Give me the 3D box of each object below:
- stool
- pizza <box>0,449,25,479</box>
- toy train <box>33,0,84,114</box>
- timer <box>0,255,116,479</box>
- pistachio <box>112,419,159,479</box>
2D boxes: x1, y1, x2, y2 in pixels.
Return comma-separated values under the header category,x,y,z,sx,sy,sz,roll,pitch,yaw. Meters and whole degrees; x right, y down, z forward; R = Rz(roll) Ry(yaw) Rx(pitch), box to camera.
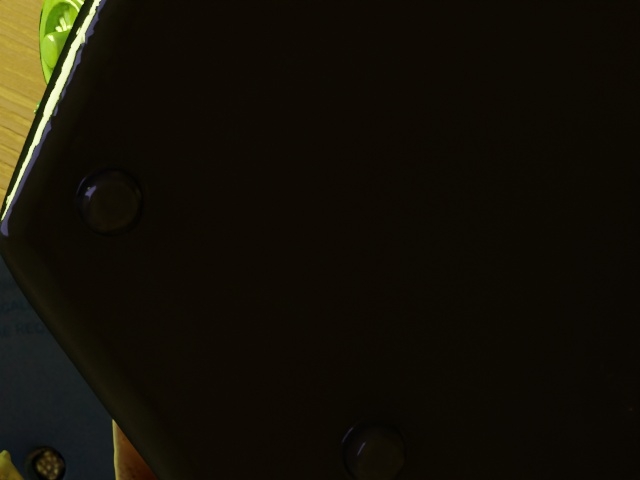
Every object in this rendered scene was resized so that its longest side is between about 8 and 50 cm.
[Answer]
category,x,y,z,sx,sy,sz,roll,pitch,yaw
stool,0.022,-0.016,0.463,0.232,0.232,0.141,-64,10,2
pizza,-0.137,0.244,0.760,0.189,0.071,0.297,107,144,-46
toy train,-0.051,-0.122,0.877,0.271,0.159,0.188,50,136,35
timer,-0.120,0.110,1.011,0.270,0.270,0.383,-63,-6,7
pistachio,0.000,0.000,0.654,0.187,0.188,0.299,130,160,-61
